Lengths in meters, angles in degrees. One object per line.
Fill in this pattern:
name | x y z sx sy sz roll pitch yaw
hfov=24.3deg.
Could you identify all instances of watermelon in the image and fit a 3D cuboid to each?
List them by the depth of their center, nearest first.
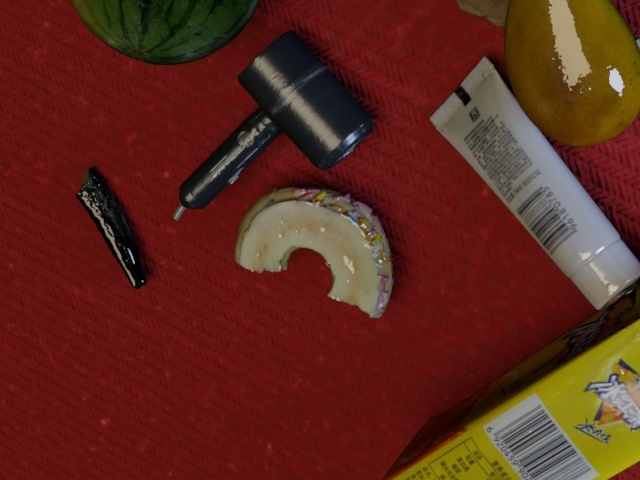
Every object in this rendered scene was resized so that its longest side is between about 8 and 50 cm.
watermelon | -0.136 -0.266 1.330 0.188 0.188 0.215 9 79 20

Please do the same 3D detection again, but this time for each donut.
donut | 0.004 -0.003 1.439 0.166 0.065 0.108 23 118 14

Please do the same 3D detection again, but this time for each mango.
mango | 0.205 -0.154 1.234 0.111 0.089 0.163 -25 105 33

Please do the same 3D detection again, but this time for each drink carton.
drink carton | 0.228 0.153 1.354 0.351 0.154 0.111 -39 91 31

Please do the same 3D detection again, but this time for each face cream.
face cream | 0.194 -0.044 1.328 0.244 0.058 0.092 53 132 13

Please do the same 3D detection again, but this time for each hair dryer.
hair dryer | -0.063 -0.085 1.416 0.219 0.071 0.124 -40 89 21

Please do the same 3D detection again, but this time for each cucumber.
cucumber | -0.214 -0.012 1.549 0.034 0.033 0.135 -32 99 -3

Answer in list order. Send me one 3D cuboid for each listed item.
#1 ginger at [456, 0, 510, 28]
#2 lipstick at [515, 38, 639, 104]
ginger | 0.220 -0.234 1.259 0.258 0.065 0.149 16 129 10
lipstick | 0.225 -0.138 1.310 0.129 0.030 0.030 -20 102 34
